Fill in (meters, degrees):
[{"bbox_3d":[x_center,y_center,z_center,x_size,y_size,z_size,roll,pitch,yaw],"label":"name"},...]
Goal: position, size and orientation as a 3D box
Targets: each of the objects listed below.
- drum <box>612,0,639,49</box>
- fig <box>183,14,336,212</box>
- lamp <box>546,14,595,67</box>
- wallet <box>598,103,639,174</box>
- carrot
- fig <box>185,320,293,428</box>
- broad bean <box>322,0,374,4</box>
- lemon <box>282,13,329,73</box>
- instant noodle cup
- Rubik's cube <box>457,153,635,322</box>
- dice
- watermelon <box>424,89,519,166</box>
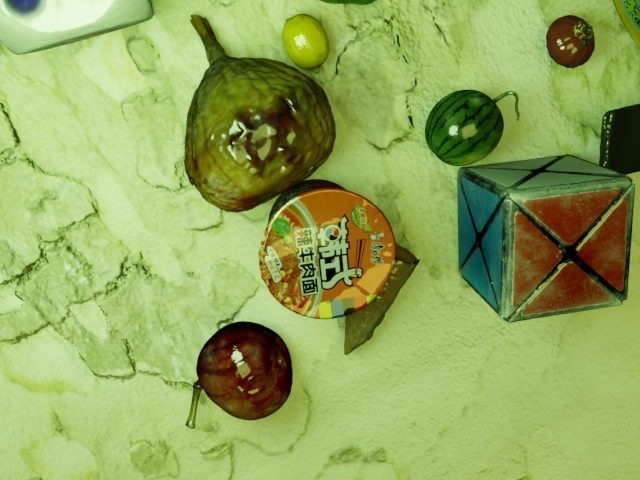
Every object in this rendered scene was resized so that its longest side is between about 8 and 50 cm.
[{"bbox_3d":[0.690,-0.445,1.103,0.214,0.431,0.431,-35,110,5],"label":"drum"},{"bbox_3d":[-0.152,-0.239,1.163,0.286,0.286,0.369,-35,79,4],"label":"fig"},{"bbox_3d":[0.477,-0.380,1.262,0.101,0.090,0.101,9,73,-29],"label":"lamp"},{"bbox_3d":[0.655,-0.209,1.324,0.285,0.030,0.146,-15,115,-28],"label":"wallet"},{"bbox_3d":[0.109,0.128,1.376,0.101,0.102,0.263,21,105,-14],"label":"carrot"},{"bbox_3d":[-0.184,0.266,1.352,0.249,0.186,0.204,-11,129,30],"label":"fig"},{"bbox_3d":[0.012,-0.466,1.192,0.226,0.039,0.069,16,100,-13],"label":"broad bean"},{"bbox_3d":[-0.024,-0.357,1.200,0.082,0.082,0.111,-29,108,2],"label":"lemon"},{"bbox_3d":[0.000,0.000,1.264,0.250,0.192,0.251,-3,108,-8],"label":"instant noodle cup"},{"bbox_3d":[0.427,-0.019,1.289,0.254,0.260,0.259,-6,111,-8],"label":"Rubik's cube"},{"bbox_3d":[-0.408,-0.440,1.023,0.243,0.259,0.251,-16,109,-4],"label":"dice"},{"bbox_3d":[0.290,-0.226,1.261,0.187,0.141,0.141,-38,109,2],"label":"watermelon"}]
